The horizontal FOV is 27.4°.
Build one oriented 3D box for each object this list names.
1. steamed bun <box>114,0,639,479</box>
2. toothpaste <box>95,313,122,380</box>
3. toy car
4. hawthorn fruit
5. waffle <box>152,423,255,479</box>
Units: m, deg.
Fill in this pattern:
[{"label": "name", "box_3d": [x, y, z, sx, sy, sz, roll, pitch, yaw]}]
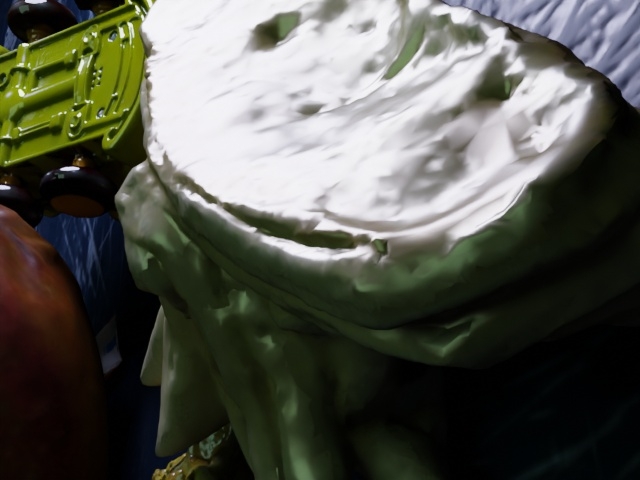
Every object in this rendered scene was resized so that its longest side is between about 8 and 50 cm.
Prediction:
[{"label": "steamed bun", "box_3d": [0.000, 0.000, 0.666, 0.247, 0.189, 0.428, -33, 32, -14]}, {"label": "toothpaste", "box_3d": [-0.215, 0.137, 1.090, 0.190, 0.031, 0.048, -47, 39, 30]}, {"label": "toy car", "box_3d": [-0.182, -0.094, 1.063, 0.247, 0.142, 0.200, -8, 64, 37]}, {"label": "hawthorn fruit", "box_3d": [-0.295, 0.133, 0.964, 0.308, 0.308, 0.325, -3, 53, 60]}, {"label": "waffle", "box_3d": [-0.122, 0.206, 0.743, 0.238, 0.058, 0.243, -52, 2, -41]}]
